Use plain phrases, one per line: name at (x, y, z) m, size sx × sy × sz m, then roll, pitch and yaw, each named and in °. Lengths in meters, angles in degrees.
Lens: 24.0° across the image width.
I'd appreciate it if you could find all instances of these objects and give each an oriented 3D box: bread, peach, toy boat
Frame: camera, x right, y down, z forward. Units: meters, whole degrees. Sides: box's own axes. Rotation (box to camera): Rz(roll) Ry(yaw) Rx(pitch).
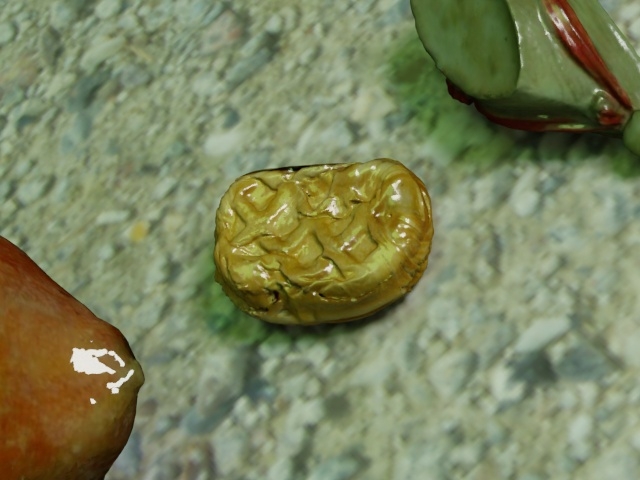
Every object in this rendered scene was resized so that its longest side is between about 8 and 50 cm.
bread at (0.000, 0.000, 0.710) m, size 0.111 × 0.044 × 0.083 m, roll -5°, pitch 58°, yaw 20°
peach at (-0.191, 0.082, 0.642) m, size 0.257 × 0.232 × 0.232 m, roll -12°, pitch 54°, yaw 8°
toy boat at (0.094, -0.101, 0.714) m, size 0.185 × 0.071 × 0.089 m, roll 57°, pitch 134°, yaw 40°
